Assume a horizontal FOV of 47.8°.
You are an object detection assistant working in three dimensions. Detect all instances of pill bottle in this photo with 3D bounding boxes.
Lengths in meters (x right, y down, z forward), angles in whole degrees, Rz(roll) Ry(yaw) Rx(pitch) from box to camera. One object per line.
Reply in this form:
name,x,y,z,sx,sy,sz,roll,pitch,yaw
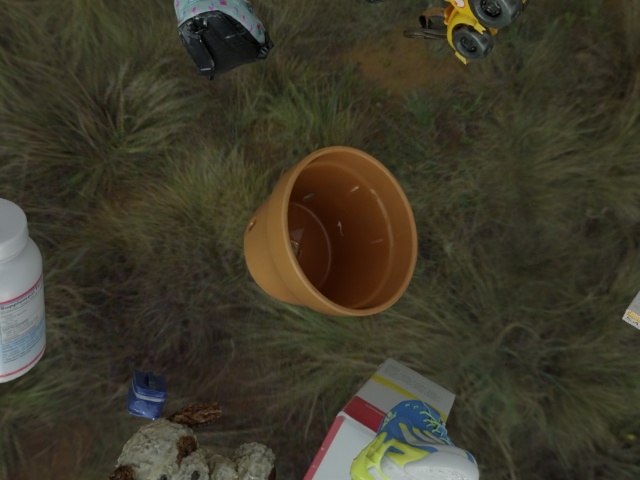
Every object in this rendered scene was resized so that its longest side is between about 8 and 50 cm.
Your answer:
pill bottle,-0.288,0.044,0.631,0.087,0.087,0.160,11,129,-4

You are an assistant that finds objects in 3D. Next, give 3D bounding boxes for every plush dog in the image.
plush dog,-0.222,0.373,1.116,0.262,0.210,0.226,-50,127,-42

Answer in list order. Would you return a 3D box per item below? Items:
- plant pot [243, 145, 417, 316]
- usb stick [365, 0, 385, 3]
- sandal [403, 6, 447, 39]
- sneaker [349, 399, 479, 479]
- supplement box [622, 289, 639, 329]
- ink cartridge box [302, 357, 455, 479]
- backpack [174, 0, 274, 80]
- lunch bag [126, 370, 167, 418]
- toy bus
plant pot,0.000,0.000,1.282,0.290,0.203,0.291,10,73,-35
usb stick,0.133,-0.428,1.159,0.045,0.278,0.077,-11,104,37
sandal,0.236,-0.432,1.426,0.219,0.090,0.060,-26,121,-43
sneaker,0.116,0.238,0.865,0.091,0.240,0.126,36,60,-12
supplement box,0.476,0.083,1.006,0.062,0.036,0.098,35,73,25
ink cartridge box,0.087,0.391,1.248,0.160,0.384,0.279,28,102,13
backpack,-0.183,-0.376,1.265,0.151,0.182,0.115,-22,70,14
lunch bag,-0.334,0.292,1.399,0.067,0.098,0.065,18,98,-22
toy bus,0.223,-0.407,1.096,0.211,0.220,0.149,37,70,3
